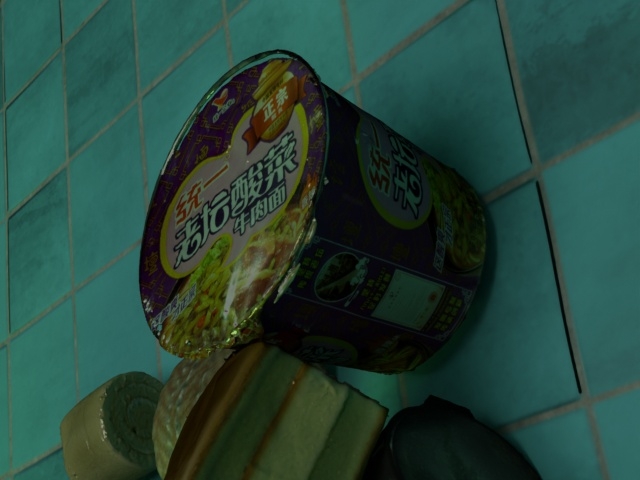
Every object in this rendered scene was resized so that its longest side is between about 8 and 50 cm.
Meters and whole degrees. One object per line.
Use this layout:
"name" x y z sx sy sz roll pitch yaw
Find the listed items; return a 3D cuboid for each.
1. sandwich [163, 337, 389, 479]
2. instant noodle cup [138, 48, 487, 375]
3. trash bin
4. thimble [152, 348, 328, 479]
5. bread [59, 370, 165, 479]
"sandwich" -0.070 0.233 1.120 0.198 0.155 0.227 -64 8 -29
"instant noodle cup" 0.000 0.000 1.273 0.340 0.266 0.340 -32 47 42
"trash bin" 0.072 0.335 1.171 0.302 0.202 0.252 -56 25 27
"thimble" -0.083 0.220 1.407 0.148 0.196 0.229 -21 34 44
"bread" -0.294 0.280 1.699 0.141 0.134 0.148 -37 40 39
